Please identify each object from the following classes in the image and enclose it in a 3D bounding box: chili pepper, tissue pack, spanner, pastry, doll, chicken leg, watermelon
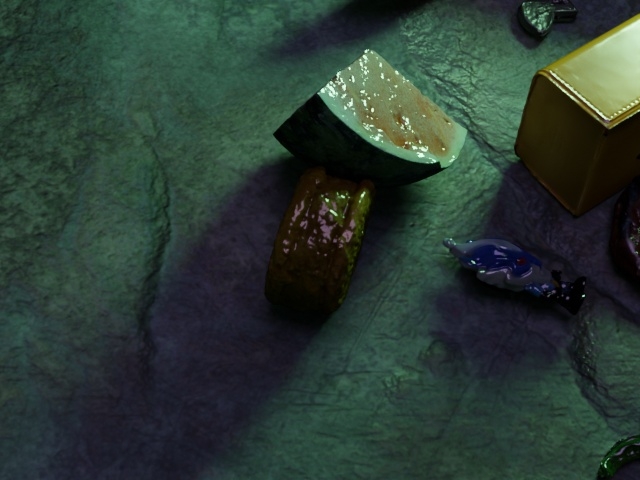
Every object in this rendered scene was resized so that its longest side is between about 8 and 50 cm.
[{"bbox_3d":[0.386,0.255,1.448,0.117,0.035,0.055,-5,40,-13],"label":"chili pepper"},{"bbox_3d":[0.423,-0.191,1.660,0.274,0.194,0.145,-29,59,-23],"label":"tissue pack"},{"bbox_3d":[0.383,-0.435,1.921,0.093,0.026,0.325,16,55,7],"label":"spanner"},{"bbox_3d":[0.000,0.000,1.505,0.103,0.189,0.189,18,56,4],"label":"pastry"},{"bbox_3d":[0.250,0.040,1.565,0.195,0.070,0.096,22,27,7],"label":"doll"},{"bbox_3d":[0.442,0.018,1.606,0.105,0.051,0.253,4,59,-9],"label":"chicken leg"},{"bbox_3d":[0.067,-0.146,1.580,0.260,0.256,0.176,36,88,-22],"label":"watermelon"}]
